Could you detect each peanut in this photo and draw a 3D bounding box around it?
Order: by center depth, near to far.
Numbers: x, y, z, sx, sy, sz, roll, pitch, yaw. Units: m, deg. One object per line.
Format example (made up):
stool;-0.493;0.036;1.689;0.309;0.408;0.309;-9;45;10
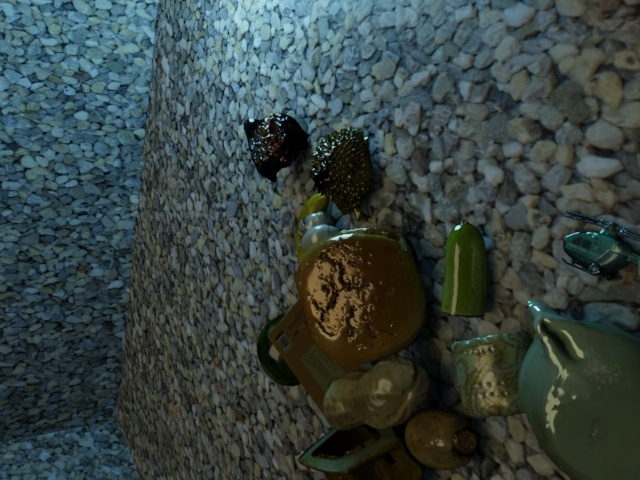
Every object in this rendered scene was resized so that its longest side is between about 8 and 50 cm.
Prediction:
peanut;0.115;0.350;1.391;0.313;0.149;0.149;-27;70;49

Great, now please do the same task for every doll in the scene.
doll;0.000;0.000;1.665;0.252;0.111;0.237;127;143;-50

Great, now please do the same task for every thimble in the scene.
thimble;0.322;0.251;1.169;0.190;0.138;0.143;148;115;-65

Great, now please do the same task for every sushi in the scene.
sushi;-0.121;-0.290;1.799;0.150;0.153;0.172;-34;41;33

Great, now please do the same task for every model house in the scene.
model house;0.127;0.550;1.455;0.268;0.173;0.239;-12;117;55

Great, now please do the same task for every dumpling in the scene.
dumpling;0.414;0.255;0.967;0.270;0.212;0.320;-19;66;58

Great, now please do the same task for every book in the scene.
book;0.028;0.341;1.594;0.388;0.032;0.269;53;136;12

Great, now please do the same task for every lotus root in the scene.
lotus root;0.243;0.423;1.322;0.221;0.118;0.125;-24;57;57

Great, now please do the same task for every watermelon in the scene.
watermelon;-0.126;0.323;1.862;0.204;0.127;0.232;-42;53;54

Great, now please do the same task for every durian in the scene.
durian;0.046;-0.162;1.556;0.193;0.138;0.237;-32;67;53

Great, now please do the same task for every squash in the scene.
squash;0.294;0.055;1.246;0.095;0.095;0.187;7;93;56

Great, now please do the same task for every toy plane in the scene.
toy plane;0.476;0.019;0.997;0.235;0.060;0.096;32;105;56

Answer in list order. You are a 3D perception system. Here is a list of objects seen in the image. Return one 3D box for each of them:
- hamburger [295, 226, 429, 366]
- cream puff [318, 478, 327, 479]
hamburger;0.095;0.121;1.409;0.284;0.174;0.304;-18;85;18
cream puff;0.016;0.718;1.692;0.119;0.104;0.133;38;138;10
